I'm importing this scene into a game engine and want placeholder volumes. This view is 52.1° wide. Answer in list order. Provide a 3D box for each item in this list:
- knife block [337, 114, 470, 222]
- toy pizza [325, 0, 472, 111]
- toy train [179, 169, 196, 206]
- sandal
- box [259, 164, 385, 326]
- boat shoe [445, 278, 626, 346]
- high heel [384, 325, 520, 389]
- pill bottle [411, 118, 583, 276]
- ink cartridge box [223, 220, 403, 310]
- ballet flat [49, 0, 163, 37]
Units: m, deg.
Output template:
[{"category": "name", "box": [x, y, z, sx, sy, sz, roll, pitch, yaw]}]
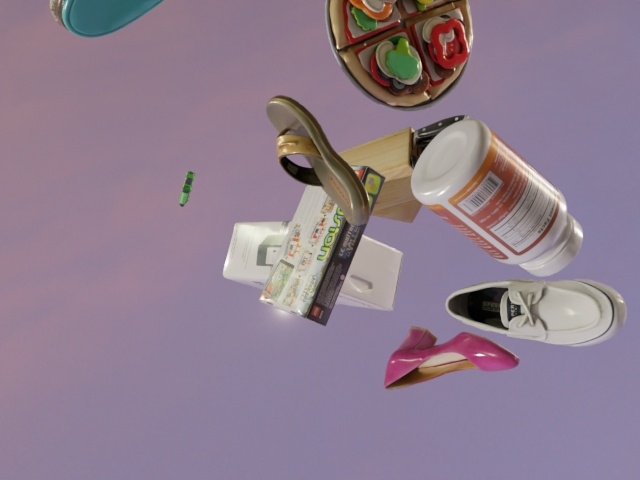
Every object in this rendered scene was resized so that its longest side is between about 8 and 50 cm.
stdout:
[{"category": "knife block", "box": [0.134, -0.138, 1.144, 0.275, 0.242, 0.088, 11, -122, -4]}, {"category": "toy pizza", "box": [0.098, -0.249, 0.742, 0.201, 0.201, 0.032, -26, -167, -24]}, {"category": "toy train", "box": [-0.233, -0.089, 1.140, 0.017, 0.083, 0.024, 17, -133, -10]}, {"category": "sandal", "box": [-0.014, -0.080, 0.660, 0.049, 0.072, 0.180, -29, -117, -12]}, {"category": "box", "box": [0.000, 0.000, 0.858, 0.114, 0.036, 0.207, 13, -102, 52]}, {"category": "boat shoe", "box": [0.295, 0.097, 0.940, 0.088, 0.096, 0.267, 3, -179, -34]}, {"category": "high heel", "box": [0.200, 0.205, 1.042, 0.244, 0.082, 0.117, 5, -121, 51]}, {"category": "pill bottle", "box": [0.228, -0.046, 0.828, 0.216, 0.121, 0.121, 34, -143, -24]}, {"category": "ink cartridge box", "box": [-0.016, 0.045, 1.209, 0.273, 0.198, 0.115, 1, -106, 47]}, {"category": "ballet flat", "box": [-0.173, -0.458, 0.831, 0.483, 0.164, 0.182, -30, -105, 23]}]
